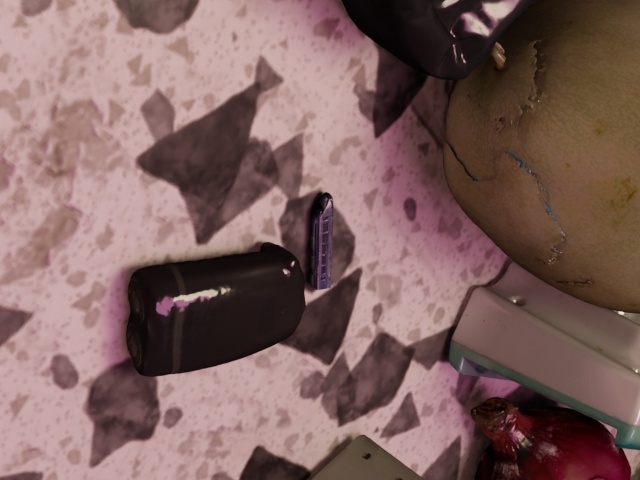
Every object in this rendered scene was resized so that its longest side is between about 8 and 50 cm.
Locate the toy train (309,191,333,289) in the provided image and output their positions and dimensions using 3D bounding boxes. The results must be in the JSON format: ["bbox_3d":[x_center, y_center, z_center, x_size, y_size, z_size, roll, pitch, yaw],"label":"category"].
[{"bbox_3d":[0.000,0.000,1.183,0.017,0.017,0.083,-10,116,-27],"label":"toy train"}]

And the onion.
[{"bbox_3d":[0.219,0.231,1.378,0.173,0.135,0.198,-48,129,-15],"label":"onion"}]

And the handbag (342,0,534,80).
[{"bbox_3d":[0.104,-0.305,1.023,0.302,0.178,0.275,-50,146,-7],"label":"handbag"}]

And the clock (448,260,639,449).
[{"bbox_3d":[0.289,0.112,1.318,0.262,0.231,0.116,10,99,-40],"label":"clock"}]

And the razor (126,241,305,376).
[{"bbox_3d":[-0.080,0.055,1.119,0.148,0.054,0.090,-11,120,-34],"label":"razor"}]

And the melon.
[{"bbox_3d":[0.252,-0.078,1.178,0.330,0.268,0.268,24,94,-30],"label":"melon"}]

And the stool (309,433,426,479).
[{"bbox_3d":[0.093,0.350,1.241,0.170,0.270,0.243,-41,129,-16],"label":"stool"}]
